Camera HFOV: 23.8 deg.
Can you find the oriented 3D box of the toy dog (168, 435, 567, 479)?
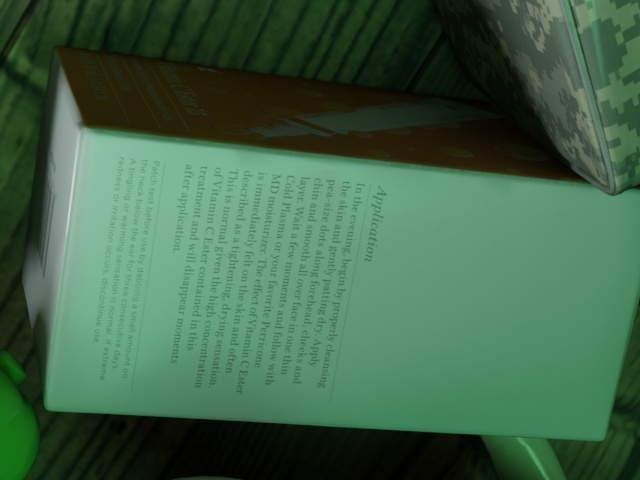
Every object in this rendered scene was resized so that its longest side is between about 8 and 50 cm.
[{"bbox_3d":[0.027,0.262,0.880,0.408,0.284,0.395,21,80,-41],"label":"toy dog"}]

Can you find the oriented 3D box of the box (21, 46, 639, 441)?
[{"bbox_3d":[0.000,0.000,0.952,0.345,0.215,0.168,6,107,-17],"label":"box"}]

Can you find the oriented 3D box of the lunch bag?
[{"bbox_3d":[0.212,-0.185,0.894,0.256,0.305,0.213,-25,112,-4],"label":"lunch bag"}]

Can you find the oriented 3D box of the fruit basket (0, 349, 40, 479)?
[{"bbox_3d":[-0.319,0.214,0.852,0.392,0.392,0.283,-6,76,-12],"label":"fruit basket"}]
